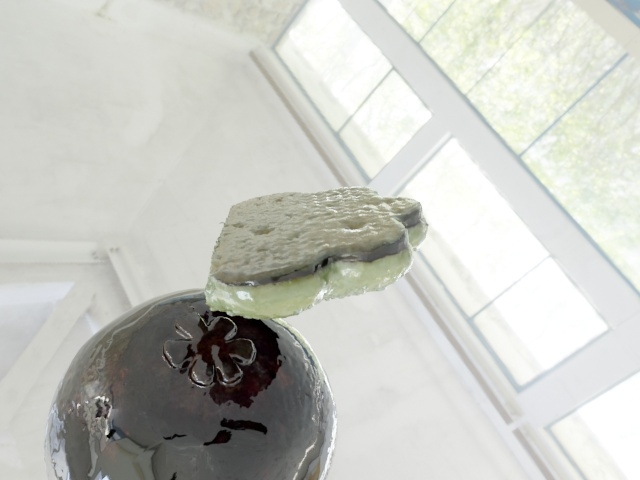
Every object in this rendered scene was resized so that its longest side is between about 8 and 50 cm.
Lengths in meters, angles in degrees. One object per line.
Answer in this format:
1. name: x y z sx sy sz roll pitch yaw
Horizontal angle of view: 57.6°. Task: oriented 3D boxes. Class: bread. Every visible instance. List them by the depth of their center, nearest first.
1. bread: 0.000 0.000 0.555 0.286 0.207 0.056 -89 -7 -71

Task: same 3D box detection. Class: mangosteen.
1. mangosteen: -0.127 0.200 0.628 0.297 0.296 0.313 55 167 21
